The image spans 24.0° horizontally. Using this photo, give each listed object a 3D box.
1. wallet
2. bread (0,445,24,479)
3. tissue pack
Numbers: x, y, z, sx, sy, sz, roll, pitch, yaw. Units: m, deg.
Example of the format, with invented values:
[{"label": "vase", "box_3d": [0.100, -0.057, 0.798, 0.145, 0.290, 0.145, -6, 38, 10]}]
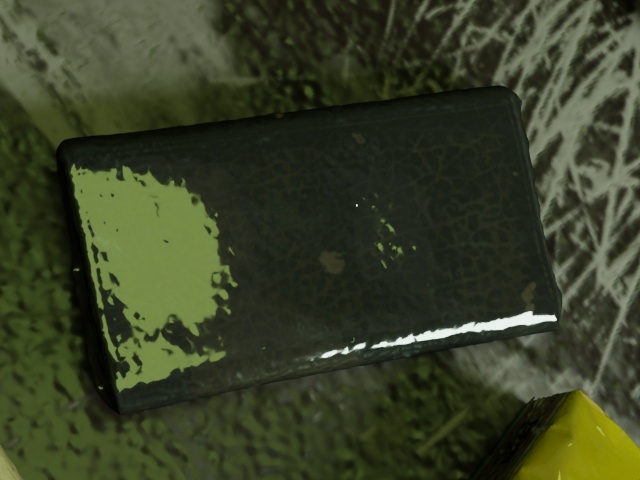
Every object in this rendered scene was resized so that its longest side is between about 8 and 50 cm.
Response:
[{"label": "wallet", "box_3d": [0.000, 0.000, 0.953, 0.321, 0.044, 0.170, -9, 80, -24]}, {"label": "bread", "box_3d": [-0.268, 0.158, 0.775, 0.212, 0.142, 0.224, 41, 66, -21]}, {"label": "tissue pack", "box_3d": [0.142, 0.191, 0.928, 0.120, 0.082, 0.169, 44, 67, -6]}]
